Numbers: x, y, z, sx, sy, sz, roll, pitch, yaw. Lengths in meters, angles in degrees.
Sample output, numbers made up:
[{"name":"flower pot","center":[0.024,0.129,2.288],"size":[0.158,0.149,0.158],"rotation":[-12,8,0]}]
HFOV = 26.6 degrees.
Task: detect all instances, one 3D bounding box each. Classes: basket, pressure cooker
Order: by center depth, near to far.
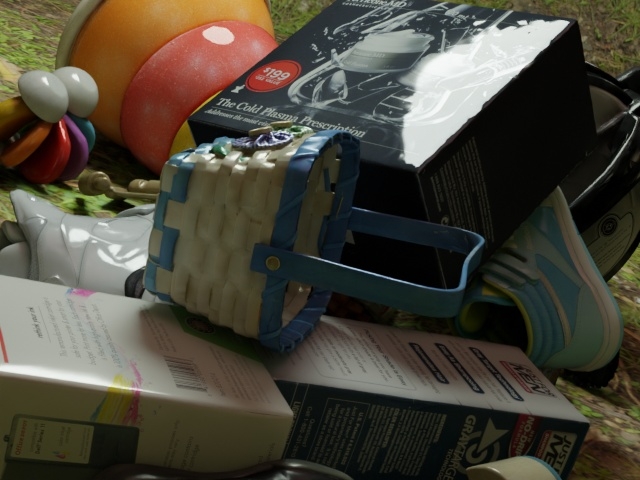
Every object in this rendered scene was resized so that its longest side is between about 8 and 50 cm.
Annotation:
[{"name":"basket","center":[0.000,0.000,1.241],"size":[0.288,0.201,0.255],"rotation":[16,13,7]},{"name":"pressure cooker","center":[0.256,-0.098,1.890],"size":[0.375,0.370,0.420],"rotation":[7,17,-23]}]

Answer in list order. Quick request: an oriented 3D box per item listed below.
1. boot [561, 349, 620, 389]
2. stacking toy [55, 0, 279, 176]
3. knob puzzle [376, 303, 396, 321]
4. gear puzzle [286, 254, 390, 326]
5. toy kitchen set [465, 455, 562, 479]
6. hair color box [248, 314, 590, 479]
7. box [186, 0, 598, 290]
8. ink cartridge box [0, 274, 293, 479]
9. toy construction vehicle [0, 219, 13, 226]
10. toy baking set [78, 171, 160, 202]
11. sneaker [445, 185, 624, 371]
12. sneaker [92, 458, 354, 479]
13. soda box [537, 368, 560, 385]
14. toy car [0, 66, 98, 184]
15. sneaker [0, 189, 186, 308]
[{"name":"boot","center":[0.333,0.123,1.716],"size":[0.099,0.121,0.045],"rotation":[21,19,28]},{"name":"stacking toy","center":[-0.137,-0.155,1.911],"size":[0.350,0.351,0.480],"rotation":[2,41,-42]},{"name":"knob puzzle","center":[0.048,0.022,1.730],"size":[0.213,0.030,0.213],"rotation":[43,25,-25]},{"name":"gear puzzle","center":[-0.031,0.033,1.486],"size":[0.175,0.044,0.339],"rotation":[25,-16,41]},{"name":"toy kitchen set","center":[0.167,0.294,1.124],"size":[0.122,0.166,0.207],"rotation":[-1,62,-45]},{"name":"hair color box","center":[0.071,0.163,1.345],"size":[0.347,0.105,0.174],"rotation":[10,19,-23]},{"name":"box","center":[0.085,-0.125,1.557],"size":[0.343,0.179,0.312],"rotation":[16,46,39]},{"name":"ink cartridge box","center":[-0.224,0.126,1.133],"size":[0.353,0.119,0.207],"rotation":[12,17,-23]},{"name":"toy construction vehicle","center":[-0.364,-0.003,1.434],"size":[0.098,0.086,0.035],"rotation":[-8,65,-52]},{"name":"toy baking set","center":[-0.206,-0.065,1.725],"size":[0.196,0.030,0.256],"rotation":[5,-1,-14]},{"name":"sneaker","center":[0.203,0.014,1.565],"size":[0.208,0.127,0.319],"rotation":[-3,53,-43]},{"name":"sneaker","center":[-0.059,0.232,1.046],"size":[0.227,0.087,0.130],"rotation":[6,23,-26]},{"name":"soda box","center":[0.236,0.159,1.603],"size":[0.063,0.058,0.183],"rotation":[24,19,19]},{"name":"toy car","center":[-0.368,-0.140,1.804],"size":[0.136,0.159,0.182],"rotation":[56,23,3]},{"name":"sneaker","center":[-0.232,0.008,1.455],"size":[0.210,0.137,0.366],"rotation":[19,20,-5]}]
